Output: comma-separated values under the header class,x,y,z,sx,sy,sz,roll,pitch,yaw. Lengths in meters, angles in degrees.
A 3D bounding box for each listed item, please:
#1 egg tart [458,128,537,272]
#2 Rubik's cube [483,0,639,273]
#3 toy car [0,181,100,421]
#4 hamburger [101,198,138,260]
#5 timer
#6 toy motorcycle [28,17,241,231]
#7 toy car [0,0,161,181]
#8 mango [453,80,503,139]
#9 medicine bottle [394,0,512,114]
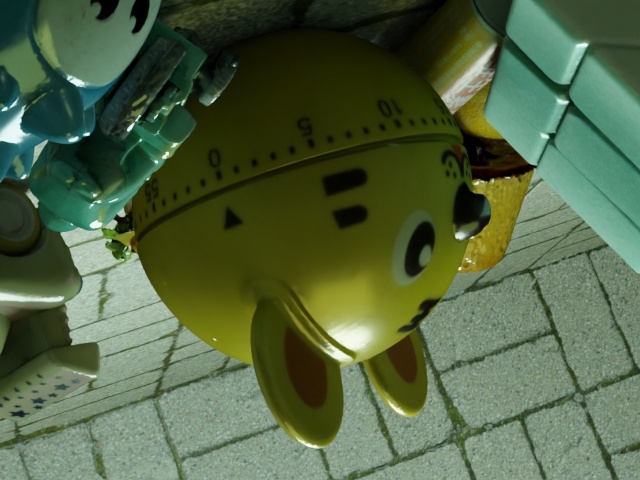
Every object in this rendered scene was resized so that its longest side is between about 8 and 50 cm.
class,x,y,z,sx,sy,sz,roll,pitch,yaw
egg tart,0.173,-0.061,1.769,0.215,0.171,0.215,1,-159,-1
Rubik's cube,0.372,-0.154,1.223,0.319,0.322,0.316,-41,167,-10
toy car,-0.423,0.087,1.408,0.242,0.226,0.336,-30,167,38
hamburger,-0.166,-0.040,1.597,0.189,0.093,0.164,-20,166,-7
timer,0.000,0.000,1.345,0.376,0.387,0.376,-18,170,-3
toy motorcycle,-0.159,-0.090,1.052,0.198,0.109,0.296,-55,-172,1
toy car,-0.214,-0.131,0.873,0.255,0.190,0.188,-26,166,16
mango,0.256,-0.178,1.647,0.157,0.109,0.262,-18,171,-36
medicine bottle,0.094,-0.155,1.500,0.108,0.108,0.426,-14,165,-30
